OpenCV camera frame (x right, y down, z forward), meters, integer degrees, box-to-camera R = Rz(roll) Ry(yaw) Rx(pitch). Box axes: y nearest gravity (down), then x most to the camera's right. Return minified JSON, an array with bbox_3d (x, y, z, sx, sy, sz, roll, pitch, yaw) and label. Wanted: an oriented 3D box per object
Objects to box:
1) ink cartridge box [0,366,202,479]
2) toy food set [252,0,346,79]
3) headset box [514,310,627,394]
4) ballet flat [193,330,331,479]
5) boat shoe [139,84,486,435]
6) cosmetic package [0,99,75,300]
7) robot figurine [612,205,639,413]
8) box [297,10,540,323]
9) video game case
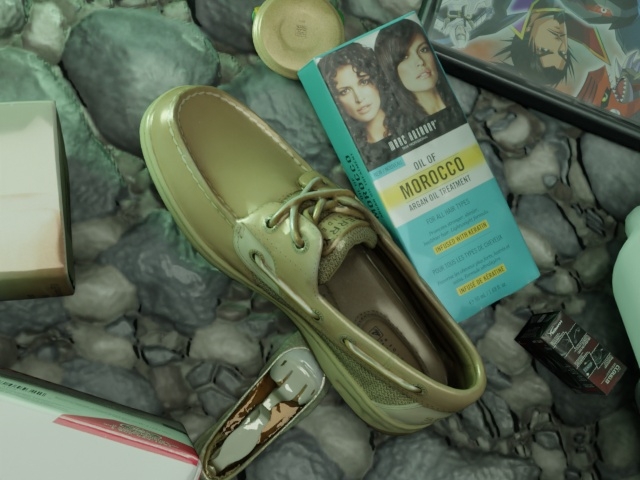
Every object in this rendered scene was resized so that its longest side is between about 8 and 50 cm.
[{"bbox_3d":[-0.183,0.157,0.729,0.172,0.237,0.100,19,82,-8],"label":"ink cartridge box"},{"bbox_3d":[-0.018,-0.177,0.912,0.083,0.020,0.083,-10,85,-12],"label":"toy food set"},{"bbox_3d":[0.214,0.098,0.902,0.083,0.062,0.032,42,78,-4],"label":"headset box"},{"bbox_3d":[-0.037,0.134,0.853,0.057,0.052,0.168,42,77,-4],"label":"ballet flat"},{"bbox_3d":[0.000,0.000,0.832,0.341,0.110,0.121,47,57,-2],"label":"boat shoe"},{"bbox_3d":[-0.332,-0.016,0.765,0.296,0.153,0.129,-4,83,-10],"label":"cosmetic package"},{"bbox_3d":[0.349,0.087,0.811,0.199,0.300,0.354,10,46,-17],"label":"robot figurine"},{"bbox_3d":[0.082,-0.056,0.886,0.100,0.060,0.244,-28,94,-13],"label":"box"},{"bbox_3d":[0.242,-0.231,0.963,0.274,0.035,0.248,21,80,-8],"label":"video game case"}]
